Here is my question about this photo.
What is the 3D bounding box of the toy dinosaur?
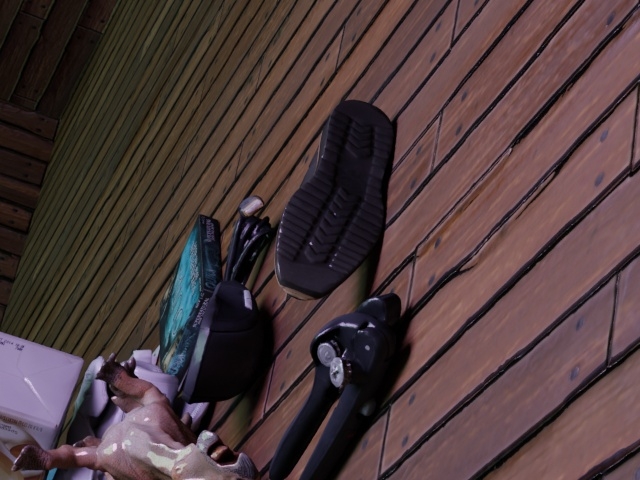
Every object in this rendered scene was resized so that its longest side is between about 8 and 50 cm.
[{"bbox_3d":[-0.126,0.203,1.693,0.127,0.200,0.295,-54,-10,-3],"label":"toy dinosaur"}]

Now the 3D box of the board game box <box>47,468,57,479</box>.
[{"bbox_3d":[-0.346,0.380,2.370,0.160,0.047,0.210,145,124,-68],"label":"board game box"}]

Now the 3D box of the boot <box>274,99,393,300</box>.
[{"bbox_3d":[0.000,0.000,1.605,0.198,0.077,0.137,-64,1,-41],"label":"boot"}]

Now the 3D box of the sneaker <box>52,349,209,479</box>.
[{"bbox_3d":[-0.194,0.234,1.880,0.366,0.137,0.210,-112,40,-76],"label":"sneaker"}]

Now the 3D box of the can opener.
[{"bbox_3d":[0.011,0.120,1.426,0.059,0.073,0.186,46,127,32],"label":"can opener"}]

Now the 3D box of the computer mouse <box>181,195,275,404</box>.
[{"bbox_3d":[-0.070,0.054,1.824,0.262,0.060,0.184,-86,12,-85],"label":"computer mouse"}]

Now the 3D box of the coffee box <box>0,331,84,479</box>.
[{"bbox_3d":[-0.328,0.204,1.924,0.098,0.141,0.246,-76,5,-48],"label":"coffee box"}]

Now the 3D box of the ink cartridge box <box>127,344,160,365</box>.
[{"bbox_3d":[-0.212,0.160,2.307,0.048,0.028,0.083,132,155,-58],"label":"ink cartridge box"}]

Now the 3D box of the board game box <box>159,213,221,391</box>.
[{"bbox_3d":[-0.142,0.065,2.162,0.186,0.026,0.126,-99,32,-64],"label":"board game box"}]
